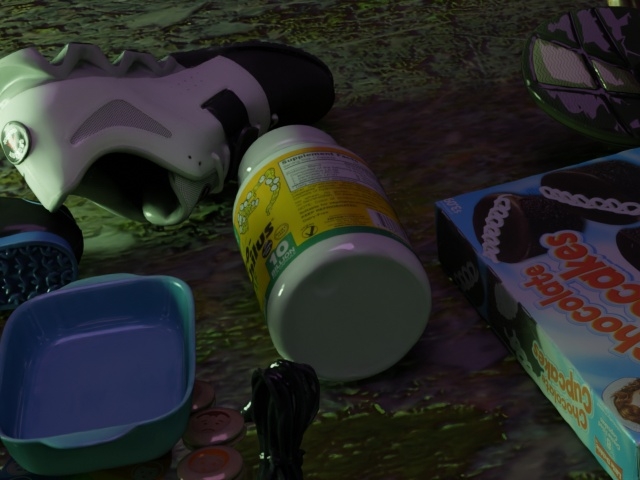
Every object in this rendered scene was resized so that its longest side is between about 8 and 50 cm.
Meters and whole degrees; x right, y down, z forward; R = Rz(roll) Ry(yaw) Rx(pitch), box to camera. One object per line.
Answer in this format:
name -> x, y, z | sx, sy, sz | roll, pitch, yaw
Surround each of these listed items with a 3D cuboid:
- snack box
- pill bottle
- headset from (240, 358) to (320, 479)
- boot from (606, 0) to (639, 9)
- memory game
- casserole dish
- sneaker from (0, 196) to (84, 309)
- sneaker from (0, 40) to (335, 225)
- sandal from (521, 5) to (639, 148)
snack box -> 0.227, 0.047, 1.245 | 0.187, 0.060, 0.322 | -15, 34, -15
pill bottle -> 0.000, 0.000, 1.297 | 0.118, 0.117, 0.208 | -10, 33, -8
headset -> -0.126, 0.195, 0.947 | 0.243, 0.185, 0.394 | 18, 22, 31
boot -> 0.333, -0.275, 1.740 | 0.248, 0.090, 0.207 | -23, 25, -24
memory game -> -0.130, 0.122, 0.972 | 0.186, 0.012, 0.186 | -8, 27, 4
casserole dish -> -0.124, 0.077, 1.003 | 0.114, 0.037, 0.188 | -9, 28, 0
sneaker -> -0.299, 0.012, 1.365 | 0.232, 0.081, 0.090 | -2, 27, -5
sneaker -> -0.112, -0.076, 1.449 | 0.330, 0.122, 0.146 | -8, 65, -38
sandal -> 0.309, -0.115, 1.469 | 0.303, 0.086, 0.120 | 7, 68, -11
